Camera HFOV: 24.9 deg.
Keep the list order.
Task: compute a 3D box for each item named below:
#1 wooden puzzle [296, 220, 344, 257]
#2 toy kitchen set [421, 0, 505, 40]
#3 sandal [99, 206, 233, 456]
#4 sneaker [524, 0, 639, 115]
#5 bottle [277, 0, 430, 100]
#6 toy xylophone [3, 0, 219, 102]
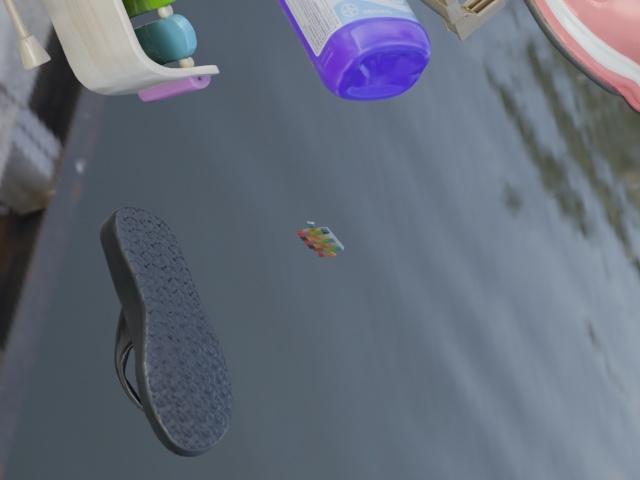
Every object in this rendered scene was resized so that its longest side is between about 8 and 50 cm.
[{"bbox_3d":[0.000,0.000,1.972,0.083,0.049,0.006,49,48,-41],"label":"wooden puzzle"},{"bbox_3d":[0.166,-0.306,1.768,0.068,0.075,0.083,44,-10,41],"label":"toy kitchen set"},{"bbox_3d":[-0.241,0.147,2.158,0.167,0.107,0.446,20,37,-38],"label":"sandal"},{"bbox_3d":[0.257,-0.133,0.955,0.314,0.136,0.116,47,24,6],"label":"sneaker"},{"bbox_3d":[0.008,-0.270,1.489,0.118,0.092,0.283,-4,53,-33],"label":"bottle"},{"bbox_3d":[-0.223,-0.270,1.324,0.081,0.236,0.323,-30,113,-36],"label":"toy xylophone"}]
